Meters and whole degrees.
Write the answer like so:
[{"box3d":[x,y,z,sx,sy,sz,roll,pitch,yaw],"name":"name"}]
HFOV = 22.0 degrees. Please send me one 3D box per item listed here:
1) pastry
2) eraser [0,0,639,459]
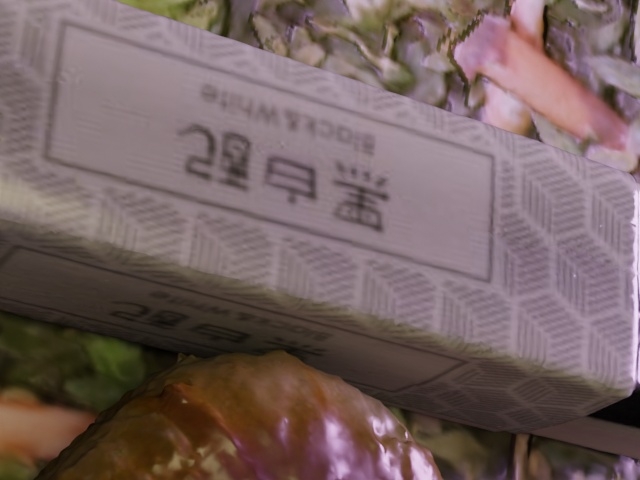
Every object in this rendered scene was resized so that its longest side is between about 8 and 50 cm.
[{"box3d":[-0.029,0.139,0.569,0.182,0.093,0.192,52,55,-10],"name":"pastry"},{"box3d":[0.000,0.000,0.631,0.404,0.096,0.098,15,66,-26],"name":"eraser"}]
